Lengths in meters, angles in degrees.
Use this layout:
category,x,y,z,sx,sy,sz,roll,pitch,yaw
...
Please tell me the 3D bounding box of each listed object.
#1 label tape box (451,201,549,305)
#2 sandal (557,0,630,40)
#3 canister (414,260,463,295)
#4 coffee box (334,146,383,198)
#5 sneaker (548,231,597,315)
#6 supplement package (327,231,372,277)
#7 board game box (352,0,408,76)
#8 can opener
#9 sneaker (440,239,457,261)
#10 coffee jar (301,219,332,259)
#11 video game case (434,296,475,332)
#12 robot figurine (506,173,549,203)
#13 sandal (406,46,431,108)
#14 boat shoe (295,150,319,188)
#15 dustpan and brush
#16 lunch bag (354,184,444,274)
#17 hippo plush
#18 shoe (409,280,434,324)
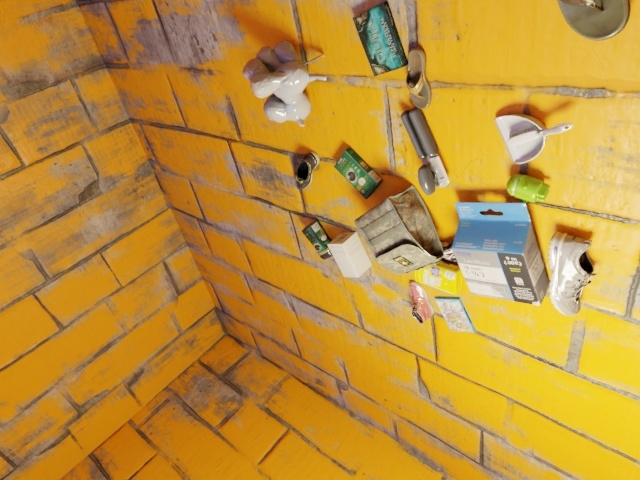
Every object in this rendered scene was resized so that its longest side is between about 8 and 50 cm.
category,x,y,z,sx,sy,sz,roll,pitch,yaw
label tape box,0.556,0.041,1.450,0.241,0.106,0.333,5,135,48
sandal,0.526,-0.549,0.949,0.302,0.086,0.120,55,147,-8
canister,0.451,0.130,1.738,0.170,0.073,0.126,20,137,36
coffee box,0.144,-0.257,1.744,0.184,0.040,0.113,46,147,6
sneaker,0.743,0.112,1.337,0.115,0.105,0.281,9,129,46
supplement package,0.130,0.063,2.024,0.105,0.105,0.179,-2,120,51
board game box,0.179,-0.599,1.370,0.126,0.026,0.186,1,124,49
can opener,0.331,-0.284,1.456,0.074,0.093,0.280,-5,114,53
sneaker,0.466,0.048,1.643,0.077,0.072,0.178,46,155,-15
coffee jar,0.000,0.000,2.139,0.184,0.079,0.096,55,144,-6
video game case,0.545,0.300,1.848,0.119,0.015,0.166,-7,117,53
robot figurine,0.585,-0.149,1.298,0.115,0.067,0.101,26,172,31
sandal,0.283,-0.475,1.350,0.072,0.049,0.180,18,136,40
boat shoe,-0.074,-0.289,1.946,0.081,0.069,0.227,44,147,9
dustpan and brush,0.563,-0.280,1.199,0.211,0.060,0.147,-11,114,54
lunch bag,0.293,-0.013,1.667,0.287,0.169,0.235,60,148,2
hippo plush,-0.116,-0.558,1.656,0.294,0.234,0.236,-6,150,5
shoe,0.409,0.262,1.911,0.063,0.081,0.178,-10,115,53
